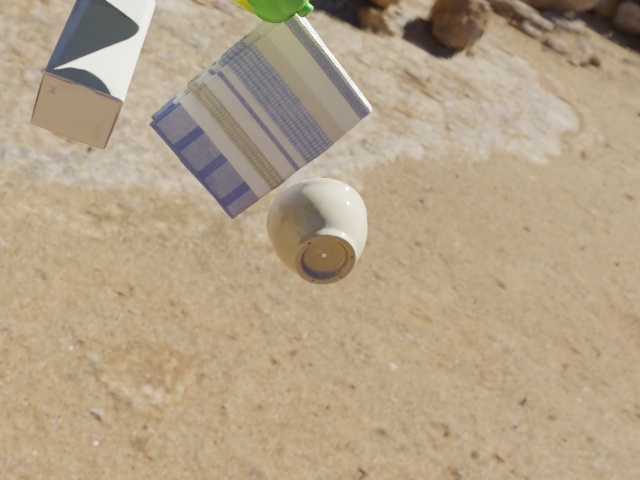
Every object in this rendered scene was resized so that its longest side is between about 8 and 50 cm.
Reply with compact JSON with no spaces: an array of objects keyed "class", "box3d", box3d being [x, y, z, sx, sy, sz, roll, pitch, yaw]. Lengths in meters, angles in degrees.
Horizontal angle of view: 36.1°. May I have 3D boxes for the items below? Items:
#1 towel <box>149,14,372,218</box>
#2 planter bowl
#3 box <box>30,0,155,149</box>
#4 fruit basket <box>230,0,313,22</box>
[{"class":"towel","box3d":[-0.090,-0.190,1.465,0.209,0.285,0.034,50,15,-12]},{"class":"planter bowl","box3d":[0.000,0.000,1.527,0.162,0.162,0.109,20,32,-21]},{"class":"box","box3d":[-0.315,-0.257,1.385,0.113,0.094,0.275,21,40,-13]},{"class":"fruit basket","box3d":[-0.156,-0.446,1.275,0.282,0.392,0.392,-7,31,-7]}]
